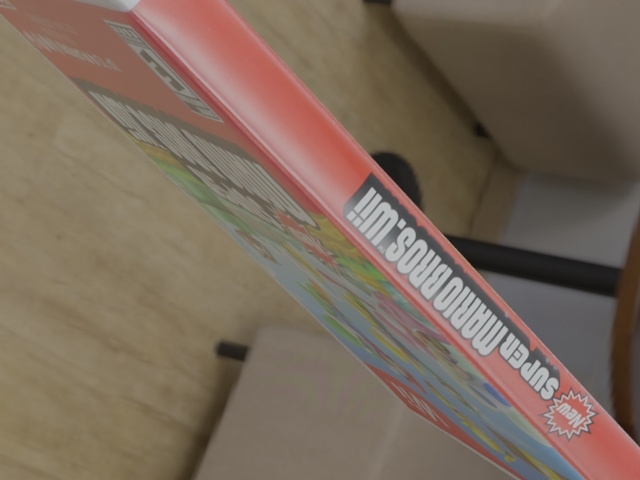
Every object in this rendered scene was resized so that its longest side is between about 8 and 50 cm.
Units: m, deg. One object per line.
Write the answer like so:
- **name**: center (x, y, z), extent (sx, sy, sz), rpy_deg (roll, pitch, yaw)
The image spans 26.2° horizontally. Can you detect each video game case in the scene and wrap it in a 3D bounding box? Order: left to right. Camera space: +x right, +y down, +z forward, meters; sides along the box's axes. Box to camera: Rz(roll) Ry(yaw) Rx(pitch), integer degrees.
- **video game case**: center (0.000, 0.000, 0.484), extent (0.025, 0.204, 0.285), rpy_deg (-49, 118, -8)
